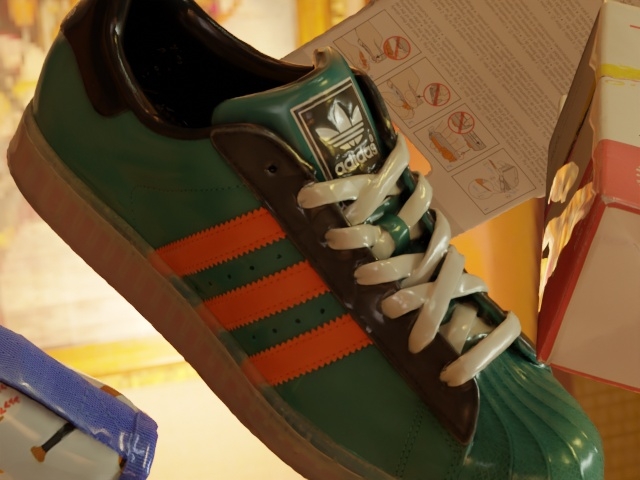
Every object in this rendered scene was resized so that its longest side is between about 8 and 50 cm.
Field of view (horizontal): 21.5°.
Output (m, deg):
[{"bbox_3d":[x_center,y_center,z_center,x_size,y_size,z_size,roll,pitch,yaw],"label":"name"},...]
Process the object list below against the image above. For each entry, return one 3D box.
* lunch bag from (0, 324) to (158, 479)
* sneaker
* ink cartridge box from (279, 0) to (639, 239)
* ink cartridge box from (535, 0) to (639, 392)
[{"bbox_3d":[-0.325,0.144,1.013,0.385,0.328,0.239,-42,-155,38],"label":"lunch bag"},{"bbox_3d":[0.000,0.000,0.681,0.302,0.108,0.121,38,-52,14],"label":"sneaker"},{"bbox_3d":[0.116,-0.113,1.051,0.225,0.181,0.056,-27,-151,33],"label":"ink cartridge box"},{"bbox_3d":[0.141,-0.020,0.581,0.198,0.115,0.067,-75,-179,-60],"label":"ink cartridge box"}]
